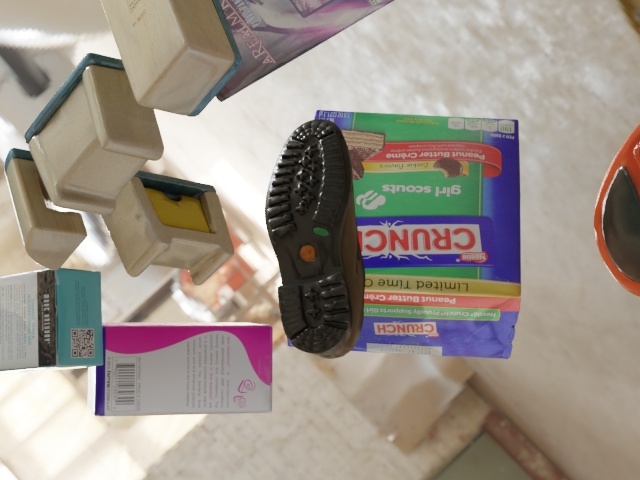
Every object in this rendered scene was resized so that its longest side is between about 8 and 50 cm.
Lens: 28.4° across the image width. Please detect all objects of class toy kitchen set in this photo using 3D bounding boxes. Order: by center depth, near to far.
[{"bbox_3d":[-0.095,-0.083,0.816,0.166,0.207,0.122,10,-132,-43],"label":"toy kitchen set"}]

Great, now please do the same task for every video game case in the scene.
[{"bbox_3d":[-0.062,-0.293,1.416,0.196,0.274,0.026,50,-155,-26],"label":"video game case"}]

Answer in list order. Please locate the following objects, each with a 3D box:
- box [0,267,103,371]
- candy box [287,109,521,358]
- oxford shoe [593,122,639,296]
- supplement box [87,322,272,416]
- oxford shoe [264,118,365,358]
[{"bbox_3d":[-0.331,0.091,1.344,0.244,0.100,0.060,-8,171,40],"label":"box"},{"bbox_3d":[0.106,-0.014,1.549,0.122,0.268,0.317,88,-173,-46],"label":"candy box"},{"bbox_3d":[0.229,-0.076,0.537,0.271,0.098,0.096,-52,48,41],"label":"oxford shoe"},{"bbox_3d":[-0.177,0.159,1.590,0.114,0.220,0.111,175,97,-75],"label":"supplement box"},{"bbox_3d":[0.000,0.000,1.179,0.083,0.227,0.096,-5,165,18],"label":"oxford shoe"}]
